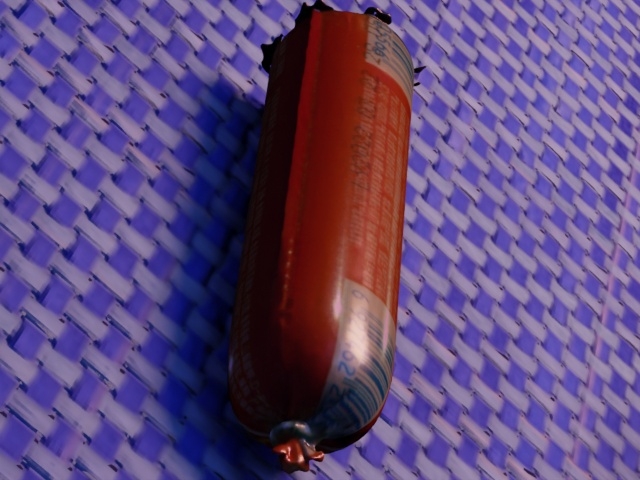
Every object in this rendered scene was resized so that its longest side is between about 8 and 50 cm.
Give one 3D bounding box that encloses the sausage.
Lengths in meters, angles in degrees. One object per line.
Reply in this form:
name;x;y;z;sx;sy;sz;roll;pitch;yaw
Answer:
sausage;0.000;0.000;0.857;0.083;0.083;0.264;34;37;-22
